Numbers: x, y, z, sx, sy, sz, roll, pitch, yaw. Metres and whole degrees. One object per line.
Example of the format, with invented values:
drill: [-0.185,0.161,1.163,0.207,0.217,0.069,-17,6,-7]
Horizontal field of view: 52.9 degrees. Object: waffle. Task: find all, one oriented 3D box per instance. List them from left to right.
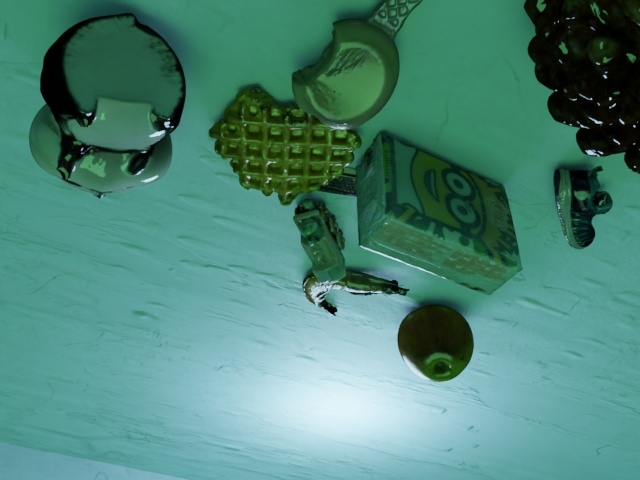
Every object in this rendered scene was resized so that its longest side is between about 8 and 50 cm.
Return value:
waffle: [-0.070,-0.186,1.231,0.291,0.051,0.291,2,136,2]

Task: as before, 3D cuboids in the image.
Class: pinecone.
pinecone: [0.488,-0.282,0.862,0.397,0.398,0.398,2,140,2]

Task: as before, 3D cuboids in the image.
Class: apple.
apple: [0.295,0.266,1.648,0.195,0.196,0.196,2,140,2]

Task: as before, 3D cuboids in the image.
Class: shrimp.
shrimp: [0.084,0.138,1.616,0.261,0.051,0.198,6,146,1]

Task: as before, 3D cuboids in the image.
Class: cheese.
cheese: [0.073,-0.314,1.057,0.163,0.082,0.286,23,121,-22]

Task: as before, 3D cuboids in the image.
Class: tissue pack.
tissue pack: [0.224,-0.050,1.243,0.310,0.228,0.128,20,136,-19]

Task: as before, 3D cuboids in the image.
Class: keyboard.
keyboard: [0.014,-0.126,1.329,0.196,0.015,0.074,9,139,-7]

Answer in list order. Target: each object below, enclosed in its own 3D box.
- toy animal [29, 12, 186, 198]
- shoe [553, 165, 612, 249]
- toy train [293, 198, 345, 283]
toy animal: [-0.366,-0.207,1.112,0.250,0.251,0.310,22,147,-21]
shoe: [0.536,-0.065,1.306,0.106,0.092,0.207,-8,135,21]
toy train: [0.000,0.000,1.395,0.080,0.125,0.194,-15,137,15]
